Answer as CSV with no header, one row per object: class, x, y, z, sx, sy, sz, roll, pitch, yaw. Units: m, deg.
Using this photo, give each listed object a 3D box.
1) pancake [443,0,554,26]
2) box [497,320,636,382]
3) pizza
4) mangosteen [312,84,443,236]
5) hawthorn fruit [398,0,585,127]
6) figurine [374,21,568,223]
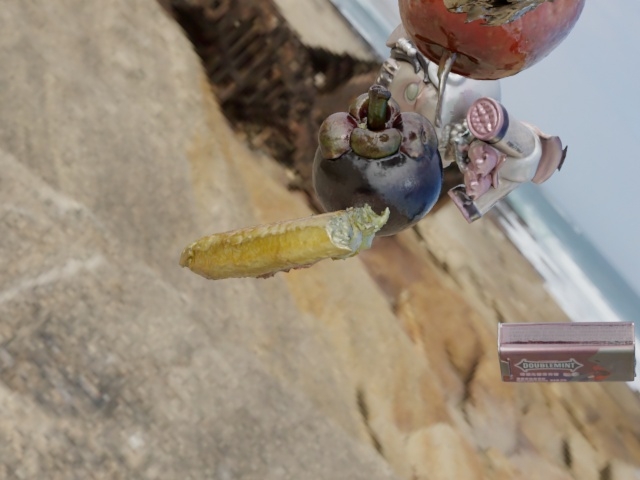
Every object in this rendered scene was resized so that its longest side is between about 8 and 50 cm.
pancake,0.270,-0.255,0.931,0.382,0.382,0.071,-63,130,-79
box,0.409,0.186,2.010,0.120,0.224,0.069,70,23,-51
pizza,0.000,0.000,1.582,0.287,0.280,0.075,-12,93,-43
mangosteen,0.086,-0.130,1.845,0.250,0.211,0.211,87,-21,-43
hawthorn fruit,0.204,-0.324,1.554,0.235,0.263,0.231,47,-37,41
figurine,0.246,-0.219,2.166,0.211,0.253,0.361,-9,46,-36
